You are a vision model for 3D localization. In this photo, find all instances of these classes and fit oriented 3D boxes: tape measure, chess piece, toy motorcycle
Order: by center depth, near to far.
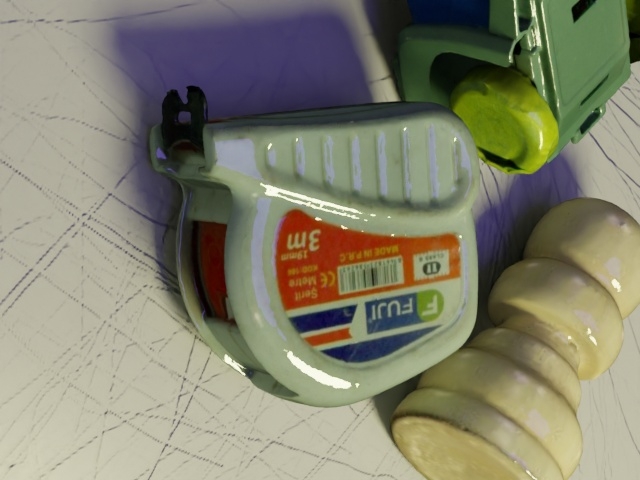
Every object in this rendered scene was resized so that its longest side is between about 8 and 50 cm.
[{"bbox_3d":[0.000,-0.001,0.967,0.243,0.125,0.246,-8,101,-32],"label":"tape measure"},{"bbox_3d":[0.135,-0.231,1.005,0.191,0.200,0.326,-44,134,-26],"label":"toy motorcycle"},{"bbox_3d":[0.206,0.092,1.145,0.300,0.167,0.167,-54,127,-24],"label":"chess piece"}]
